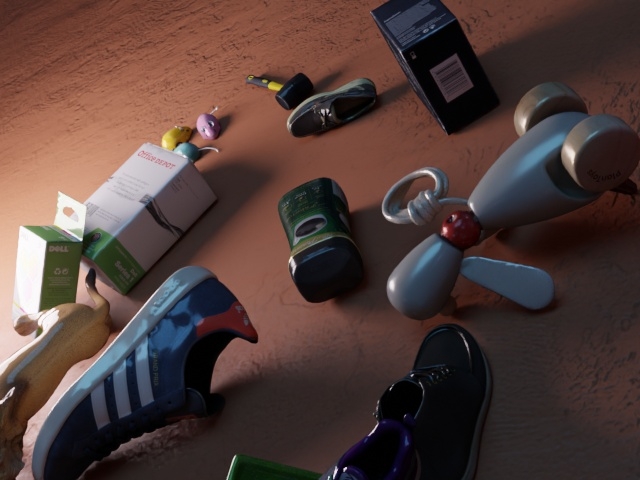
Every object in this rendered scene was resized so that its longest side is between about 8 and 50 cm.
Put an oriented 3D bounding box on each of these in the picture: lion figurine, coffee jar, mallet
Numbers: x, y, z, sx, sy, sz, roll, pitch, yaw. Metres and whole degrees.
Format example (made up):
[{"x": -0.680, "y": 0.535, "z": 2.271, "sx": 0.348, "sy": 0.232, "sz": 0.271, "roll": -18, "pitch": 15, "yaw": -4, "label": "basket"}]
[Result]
[{"x": -0.388, "y": 0.185, "z": 1.527, "sx": 0.392, "sy": 0.142, "sz": 0.240, "roll": -60, "pitch": 18, "yaw": -21, "label": "lion figurine"}, {"x": 0.000, "y": 0.000, "z": 1.505, "sx": 0.096, "sy": 0.079, "sz": 0.184, "roll": -25, "pitch": 35, "yaw": 10, "label": "coffee jar"}, {"x": -0.073, "y": -0.270, "z": 1.933, "sx": 0.062, "sy": 0.039, "sz": 0.189, "roll": -40, "pitch": 30, "yaw": -6, "label": "mallet"}]

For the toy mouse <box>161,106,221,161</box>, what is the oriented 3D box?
[{"x": -0.219, "y": -0.175, "z": 1.944, "sx": 0.161, "sy": 0.031, "sz": 0.143, "roll": -46, "pitch": 35, "yaw": -14, "label": "toy mouse"}]

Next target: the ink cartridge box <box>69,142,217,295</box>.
[{"x": -0.293, "y": -0.039, "z": 1.791, "sx": 0.219, "sy": 0.093, "sz": 0.160, "roll": -47, "pitch": 36, "yaw": -15, "label": "ink cartridge box"}]

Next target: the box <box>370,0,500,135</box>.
[{"x": 0.161, "y": -0.261, "z": 1.608, "sx": 0.093, "sy": 0.156, "sz": 0.158, "roll": -32, "pitch": 34, "yaw": 4, "label": "box"}]

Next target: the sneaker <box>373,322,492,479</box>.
[{"x": 0.119, "y": 0.150, "z": 1.189, "sx": 0.083, "sy": 0.118, "sz": 0.222, "roll": -18, "pitch": 38, "yaw": 24, "label": "sneaker"}]

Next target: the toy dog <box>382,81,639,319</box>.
[{"x": 0.239, "y": -0.027, "z": 1.311, "sx": 0.333, "sy": 0.161, "sz": 0.220, "roll": -34, "pitch": 34, "yaw": 29, "label": "toy dog"}]

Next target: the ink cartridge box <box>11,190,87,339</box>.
[{"x": -0.416, "y": 0.037, "z": 1.727, "sx": 0.109, "sy": 0.062, "sz": 0.209, "roll": 23, "pitch": 108, "yaw": 52, "label": "ink cartridge box"}]

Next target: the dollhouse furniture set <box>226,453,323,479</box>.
[{"x": -0.052, "y": 0.379, "z": 1.052, "sx": 0.151, "sy": 0.198, "sz": 0.302, "roll": 16, "pitch": 62, "yaw": 3, "label": "dollhouse furniture set"}]

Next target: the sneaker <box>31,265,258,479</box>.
[{"x": -0.216, "y": 0.204, "z": 1.426, "sx": 0.148, "sy": 0.131, "sz": 0.350, "roll": 40, "pitch": 95, "yaw": 17, "label": "sneaker"}]

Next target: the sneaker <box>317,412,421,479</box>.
[{"x": 0.000, "y": 0.234, "z": 0.963, "sx": 0.083, "sy": 0.098, "sz": 0.224, "roll": 35, "pitch": 64, "yaw": 21, "label": "sneaker"}]

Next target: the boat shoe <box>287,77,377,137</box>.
[{"x": 0.018, "y": -0.201, "z": 1.751, "sx": 0.152, "sy": 0.056, "sz": 0.049, "roll": -29, "pitch": 30, "yaw": 9, "label": "boat shoe"}]
